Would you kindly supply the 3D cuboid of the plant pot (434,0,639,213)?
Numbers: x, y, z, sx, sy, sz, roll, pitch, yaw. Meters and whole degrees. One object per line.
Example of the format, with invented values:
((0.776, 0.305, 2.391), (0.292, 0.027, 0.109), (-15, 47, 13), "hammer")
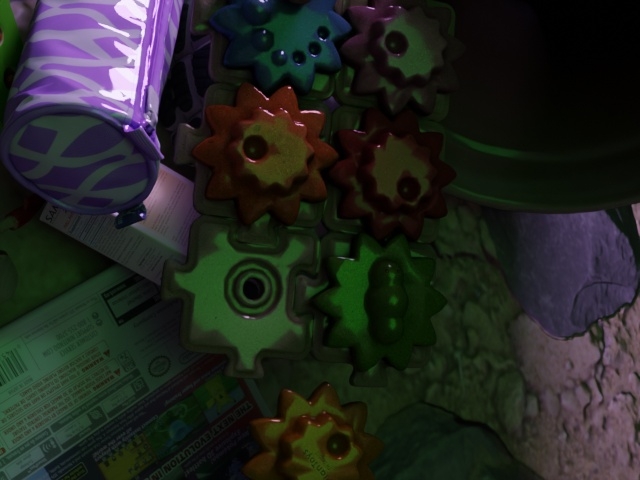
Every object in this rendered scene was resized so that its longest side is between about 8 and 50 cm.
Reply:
((0.191, -0.225, 0.668), (0.323, 0.323, 0.280), (29, 47, -29), "plant pot")

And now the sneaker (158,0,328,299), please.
((-0.035, -0.068, 0.582), (0.110, 0.107, 0.275), (-20, 97, -57), "sneaker")

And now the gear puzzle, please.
((0.000, 0.000, 0.486), (0.175, 0.044, 0.339), (7, 83, -19), "gear puzzle")

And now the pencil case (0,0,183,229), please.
((-0.121, -0.112, 0.480), (0.086, 0.088, 0.206), (40, 36, -43), "pencil case")

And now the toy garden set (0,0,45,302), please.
((-0.214, -0.016, 0.398), (0.244, 0.049, 0.203), (-68, 156, -53), "toy garden set")

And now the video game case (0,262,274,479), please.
((-0.126, 0.119, 0.502), (0.201, 0.023, 0.183), (-33, 100, -38), "video game case")

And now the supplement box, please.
((-0.111, -0.017, 0.511), (0.098, 0.036, 0.062), (31, 41, -13), "supplement box")
